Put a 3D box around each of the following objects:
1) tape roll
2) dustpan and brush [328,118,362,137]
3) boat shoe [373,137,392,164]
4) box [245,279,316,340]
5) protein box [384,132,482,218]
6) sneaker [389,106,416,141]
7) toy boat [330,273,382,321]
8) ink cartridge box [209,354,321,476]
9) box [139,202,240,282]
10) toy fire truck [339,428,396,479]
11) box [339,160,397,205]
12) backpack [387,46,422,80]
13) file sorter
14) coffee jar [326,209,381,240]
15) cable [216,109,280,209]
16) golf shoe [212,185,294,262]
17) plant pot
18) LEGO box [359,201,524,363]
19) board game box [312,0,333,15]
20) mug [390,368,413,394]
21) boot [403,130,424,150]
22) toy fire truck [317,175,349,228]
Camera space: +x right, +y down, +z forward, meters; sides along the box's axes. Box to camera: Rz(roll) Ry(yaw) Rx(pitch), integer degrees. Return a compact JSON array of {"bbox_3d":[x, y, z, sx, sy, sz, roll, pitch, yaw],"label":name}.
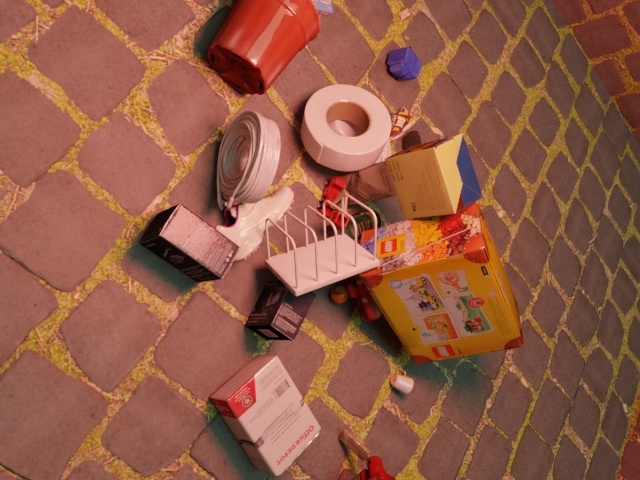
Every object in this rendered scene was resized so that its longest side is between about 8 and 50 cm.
[{"bbox_3d":[0.080,-0.364,1.870,0.286,0.100,0.286,5,62,-9],"label":"tape roll"},{"bbox_3d":[0.053,-0.375,1.969,0.211,0.060,0.147,-17,82,-43],"label":"dustpan and brush"},{"bbox_3d":[0.211,-0.308,2.047,0.088,0.096,0.267,13,77,-39],"label":"boat shoe"},{"bbox_3d":[-0.118,0.202,1.688,0.093,0.156,0.158,40,62,-25],"label":"box"},{"bbox_3d":[0.330,-0.184,1.702,0.136,0.201,0.199,-28,103,-34],"label":"protein box"},{"bbox_3d":[0.276,-0.424,2.133,0.084,0.070,0.185,52,51,-9],"label":"sneaker"},{"bbox_3d":[0.104,0.161,1.889,0.151,0.151,0.231,-17,94,-8],"label":"toy boat"},{"bbox_3d":[-0.152,0.493,1.646,0.197,0.114,0.272,-38,105,-35],"label":"ink cartridge box"},{"bbox_3d":[-0.349,0.012,1.545,0.207,0.153,0.108,40,62,-26],"label":"box"},{"bbox_3d":[0.112,0.738,1.789,0.158,0.217,0.246,36,22,-27],"label":"toy fire truck"},{"bbox_3d":[0.182,-0.193,1.892,0.094,0.275,0.113,-27,100,-35],"label":"box"},{"bbox_3d":[0.315,-0.651,2.174,0.120,0.098,0.101,29,76,-44],"label":"backpack"},{"bbox_3d":[0.000,0.000,1.646,0.278,0.193,0.173,-19,124,-25],"label":"file sorter"},{"bbox_3d":[0.113,-0.044,1.932,0.184,0.096,0.079,-24,104,-36],"label":"coffee jar"},{"bbox_3d":[-0.202,-0.229,1.623,0.089,0.257,0.257,13,53,-36],"label":"cable"},{"bbox_3d":[-0.194,-0.077,1.702,0.140,0.115,0.306,48,57,-17],"label":"golf shoe"},{"bbox_3d":[-0.180,-0.593,1.706,0.272,0.272,0.265,38,70,-27],"label":"plant pot"},{"bbox_3d":[0.391,0.158,1.835,0.500,0.373,0.193,57,28,-38],"label":"LEGO box"},{"bbox_3d":[-0.039,-0.887,1.977,0.160,0.039,0.211,-4,85,-37],"label":"board game box"},{"bbox_3d":[0.276,0.490,2.010,0.064,0.078,0.062,28,100,-21],"label":"mug"},{"bbox_3d":[0.406,-0.311,2.212,0.161,0.083,0.246,-28,106,-43],"label":"boot"},{"bbox_3d":[0.052,-0.127,1.874,0.047,0.135,0.192,29,67,-30],"label":"toy fire truck"}]
